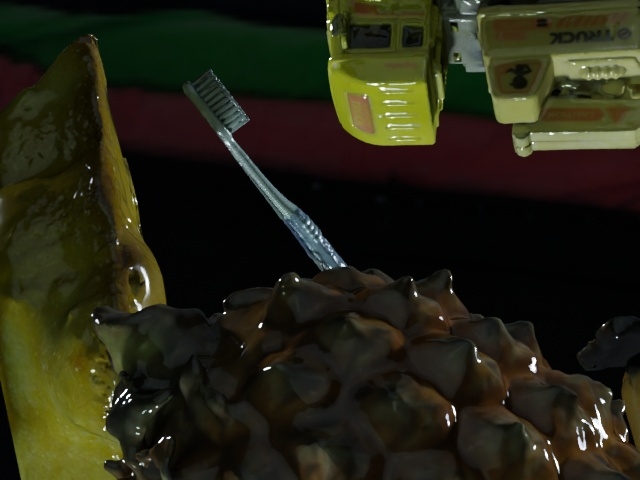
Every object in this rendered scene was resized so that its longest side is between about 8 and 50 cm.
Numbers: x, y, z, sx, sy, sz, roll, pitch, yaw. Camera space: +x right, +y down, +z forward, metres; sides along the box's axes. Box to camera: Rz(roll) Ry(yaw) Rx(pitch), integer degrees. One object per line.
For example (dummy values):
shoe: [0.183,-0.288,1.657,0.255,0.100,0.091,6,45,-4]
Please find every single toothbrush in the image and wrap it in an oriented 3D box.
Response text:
toothbrush: [0.000,0.000,0.869,0.019,0.219,0.016,-35,-161,5]

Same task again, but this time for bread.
bread: [-0.119,0.025,0.793,0.088,0.161,0.233,-14,-138,-6]

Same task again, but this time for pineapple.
pineapple: [0.008,0.079,0.517,0.193,0.166,0.166,39,-152,-9]

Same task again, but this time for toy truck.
toy truck: [0.137,-0.141,1.309,0.272,0.124,0.157,0,-121,9]

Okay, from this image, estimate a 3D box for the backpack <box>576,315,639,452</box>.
backpack: [0.319,0.162,0.944,0.201,0.353,0.378,-40,-102,-19]
